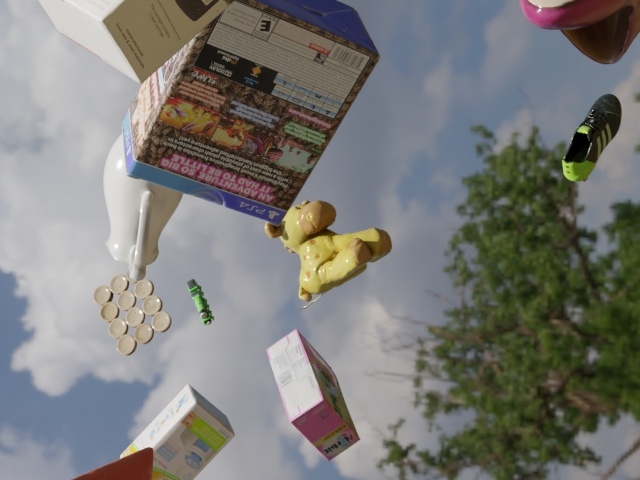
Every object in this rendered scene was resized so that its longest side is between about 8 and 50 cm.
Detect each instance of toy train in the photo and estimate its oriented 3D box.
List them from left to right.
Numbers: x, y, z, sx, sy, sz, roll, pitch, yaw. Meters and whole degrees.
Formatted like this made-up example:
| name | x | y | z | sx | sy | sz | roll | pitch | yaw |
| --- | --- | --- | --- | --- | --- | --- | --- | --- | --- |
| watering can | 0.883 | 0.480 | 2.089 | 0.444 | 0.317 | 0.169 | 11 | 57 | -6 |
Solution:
| name | x | y | z | sx | sy | sz | roll | pitch | yaw |
| --- | --- | --- | --- | --- | --- | --- | --- | --- | --- |
| toy train | -0.158 | 0.080 | 1.422 | 0.023 | 0.017 | 0.083 | 59 | 180 | -39 |

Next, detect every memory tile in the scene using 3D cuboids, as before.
| name | x | y | z | sx | sy | sz | roll | pitch | yaw |
| --- | --- | --- | --- | --- | --- | --- | --- | --- | --- |
| memory tile | -0.331 | 0.120 | 1.903 | 0.148 | 0.113 | 0.012 | 58 | -174 | 26 |

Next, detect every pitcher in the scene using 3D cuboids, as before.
| name | x | y | z | sx | sy | sz | roll | pitch | yaw |
| --- | --- | --- | --- | --- | --- | --- | --- | --- | --- |
| pitcher | -0.269 | -0.056 | 1.651 | 0.178 | 0.125 | 0.207 | -125 | 46 | -62 |

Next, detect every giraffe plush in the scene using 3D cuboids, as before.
| name | x | y | z | sx | sy | sz | roll | pitch | yaw |
| --- | --- | --- | --- | --- | --- | --- | --- | --- | --- |
| giraffe plush | 0.000 | 0.000 | 1.960 | 0.170 | 0.210 | 0.181 | 57 | -168 | 7 |

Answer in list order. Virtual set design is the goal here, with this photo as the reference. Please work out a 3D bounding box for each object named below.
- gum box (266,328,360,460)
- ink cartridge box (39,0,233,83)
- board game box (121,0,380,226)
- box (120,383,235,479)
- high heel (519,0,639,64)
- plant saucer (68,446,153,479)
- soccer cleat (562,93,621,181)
| name | x | y | z | sx | sy | sz | roll | pitch | yaw |
| --- | --- | --- | --- | --- | --- | --- | --- | --- | --- |
| gum box | -0.014 | 0.230 | 1.659 | 0.107 | 0.062 | 0.188 | 50 | -171 | -34 |
| ink cartridge box | -0.174 | -0.305 | 1.176 | 0.237 | 0.172 | 0.100 | -45 | -39 | -14 |
| board game box | -0.101 | -0.200 | 1.452 | 0.291 | 0.232 | 0.141 | -58 | 28 | 27 |
| box | -0.283 | 0.404 | 2.133 | 0.203 | 0.103 | 0.114 | -46 | -70 | -1 |
| high heel | 0.320 | -0.251 | 1.276 | 0.377 | 0.127 | 0.181 | -38 | -49 | -51 |
| plant saucer | -0.362 | 0.450 | 1.627 | 0.258 | 0.048 | 0.259 | -19 | -40 | -31 |
| soccer cleat | 0.460 | -0.182 | 1.836 | 0.179 | 0.060 | 0.072 | -61 | -34 | -17 |
